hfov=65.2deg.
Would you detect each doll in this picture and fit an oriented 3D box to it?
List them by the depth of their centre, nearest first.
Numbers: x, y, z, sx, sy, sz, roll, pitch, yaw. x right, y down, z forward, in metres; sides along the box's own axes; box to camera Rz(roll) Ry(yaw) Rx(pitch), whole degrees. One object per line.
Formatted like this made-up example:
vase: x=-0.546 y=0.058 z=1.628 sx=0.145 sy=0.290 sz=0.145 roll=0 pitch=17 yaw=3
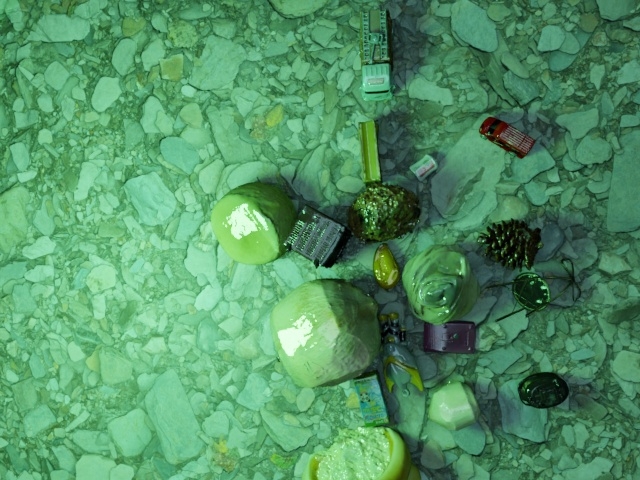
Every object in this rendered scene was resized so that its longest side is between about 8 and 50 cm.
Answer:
doll: x=0.290 y=0.430 z=1.878 sx=0.146 sy=0.103 sz=0.316 roll=-13 pitch=83 yaw=14

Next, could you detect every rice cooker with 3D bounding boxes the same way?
rice cooker: x=0.796 y=0.536 z=1.790 sx=0.166 sy=0.106 sz=0.112 roll=-18 pitch=91 yaw=-1

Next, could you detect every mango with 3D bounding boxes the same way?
mango: x=0.248 y=0.103 z=1.900 sx=0.101 sy=0.066 sz=0.187 roll=-13 pitch=83 yaw=18

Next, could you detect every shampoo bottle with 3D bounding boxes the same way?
shampoo bottle: x=0.393 y=-0.277 z=1.880 sx=0.099 sy=0.043 sz=0.072 roll=-38 pitch=85 yaw=8

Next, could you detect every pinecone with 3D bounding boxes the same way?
pinecone: x=0.669 y=0.008 z=1.772 sx=0.212 sy=0.186 sz=0.168 roll=30 pitch=120 yaw=27

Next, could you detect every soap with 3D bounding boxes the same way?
soap: x=0.188 y=-0.322 z=1.870 sx=0.076 sy=0.135 sz=0.233 roll=-4 pitch=89 yaw=10

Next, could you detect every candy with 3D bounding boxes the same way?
candy: x=0.196 y=0.605 z=1.914 sx=0.097 sy=0.062 sz=0.194 roll=-15 pitch=89 yaw=9

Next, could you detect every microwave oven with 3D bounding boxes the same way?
microwave oven: x=0.000 y=-0.002 z=1.821 sx=0.188 sy=0.247 sz=0.178 roll=32 pitch=92 yaw=9

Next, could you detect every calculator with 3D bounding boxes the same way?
calculator: x=0.485 y=0.361 z=1.877 sx=0.191 sy=0.034 sz=0.126 roll=1 pitch=89 yaw=9

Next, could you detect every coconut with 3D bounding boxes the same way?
coconut: x=0.044 y=0.308 z=1.782 sx=0.405 sy=0.404 sz=0.404 roll=0 pitch=91 yaw=10
coconut: x=0.478 y=0.602 z=1.818 sx=0.183 sy=0.171 sz=0.170 roll=-19 pitch=87 yaw=7

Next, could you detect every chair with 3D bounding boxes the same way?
chair: x=0.760 y=0.182 z=1.780 sx=0.326 sy=0.170 sz=0.159 roll=-13 pitch=82 yaw=-34

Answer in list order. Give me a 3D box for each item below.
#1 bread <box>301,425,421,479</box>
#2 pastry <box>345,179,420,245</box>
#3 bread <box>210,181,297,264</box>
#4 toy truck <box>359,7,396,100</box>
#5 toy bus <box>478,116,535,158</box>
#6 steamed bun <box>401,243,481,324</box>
bread: x=0.143 y=0.875 z=1.866 sx=0.424 sy=0.328 sz=0.245 roll=-24 pitch=128 yaw=9
pastry: x=0.232 y=-0.084 z=1.805 sx=0.275 sy=0.192 sz=0.274 roll=-2 pitch=124 yaw=-4
bread: x=-0.243 y=-0.067 z=1.904 sx=0.321 sy=0.237 sz=0.320 roll=4 pitch=101 yaw=21
toy truck: x=0.207 y=-0.685 z=1.848 sx=0.137 sy=0.162 sz=0.305 roll=-2 pitch=90 yaw=9
toy bus: x=0.671 y=-0.377 z=1.809 sx=0.195 sy=0.089 sz=0.081 roll=34 pitch=96 yaw=8
steamed bun: x=0.428 y=0.157 z=1.798 sx=0.268 sy=0.207 sz=0.280 roll=-22 pitch=85 yaw=9
